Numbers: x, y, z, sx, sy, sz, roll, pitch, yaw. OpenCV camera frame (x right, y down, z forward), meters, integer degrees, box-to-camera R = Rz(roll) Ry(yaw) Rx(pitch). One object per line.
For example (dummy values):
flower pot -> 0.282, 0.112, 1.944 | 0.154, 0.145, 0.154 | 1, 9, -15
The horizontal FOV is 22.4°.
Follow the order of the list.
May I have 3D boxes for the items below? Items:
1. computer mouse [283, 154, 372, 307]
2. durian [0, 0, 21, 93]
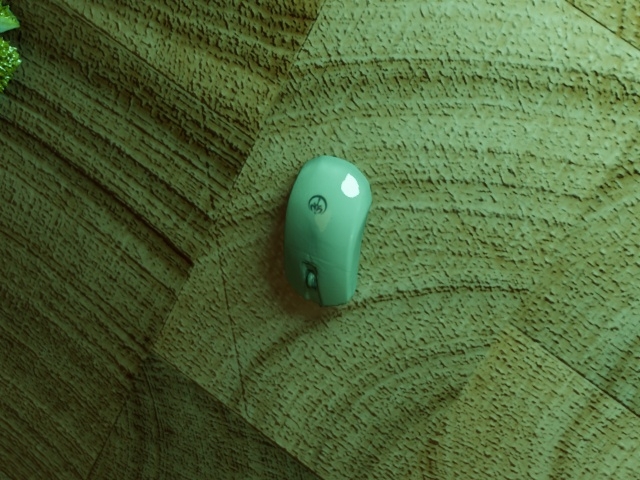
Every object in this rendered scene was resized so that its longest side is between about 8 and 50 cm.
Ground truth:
computer mouse -> 0.000, 0.000, 1.716 | 0.089, 0.056, 0.181 | 21, 123, 25
durian -> -0.460, -0.193, 1.830 | 0.193, 0.138, 0.237 | 43, 127, 4
